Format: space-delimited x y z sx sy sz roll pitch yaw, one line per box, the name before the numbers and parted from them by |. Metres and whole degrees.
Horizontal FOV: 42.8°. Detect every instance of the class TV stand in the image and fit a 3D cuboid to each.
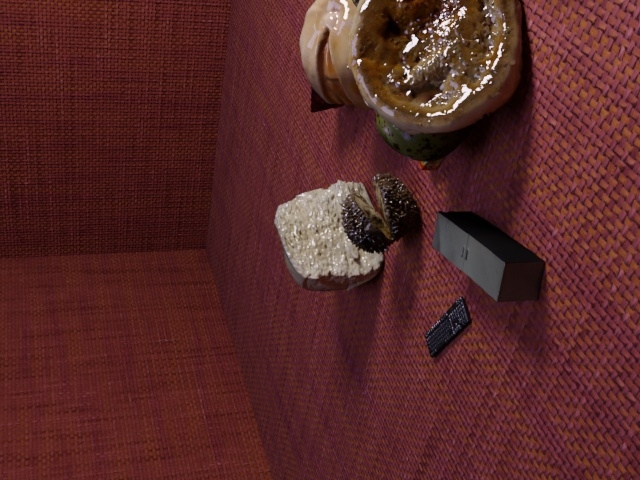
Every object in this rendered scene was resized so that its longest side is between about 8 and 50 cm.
TV stand | 0.312 0.024 1.560 0.269 0.088 0.083 -133 44 -61

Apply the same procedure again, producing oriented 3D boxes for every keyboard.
keyboard | 0.277 0.193 1.796 0.204 0.013 0.061 119 143 -56

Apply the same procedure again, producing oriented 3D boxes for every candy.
candy | 0.250 -0.211 1.785 0.122 0.038 0.062 117 145 -55

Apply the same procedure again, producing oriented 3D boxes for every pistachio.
pistachio | 0.068 -0.444 1.910 0.309 0.229 0.230 69 179 -45

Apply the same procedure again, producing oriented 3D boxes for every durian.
durian | 0.145 -0.058 1.934 0.196 0.196 0.167 110 160 -49

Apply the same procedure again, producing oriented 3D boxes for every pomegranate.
pomegranate | 0.195 -0.284 1.627 0.248 0.214 0.214 53 170 -18

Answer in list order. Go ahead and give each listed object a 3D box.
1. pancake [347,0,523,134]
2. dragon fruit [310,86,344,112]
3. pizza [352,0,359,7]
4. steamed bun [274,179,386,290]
pancake | 0.211 -0.366 1.512 0.065 0.355 0.356 20 -117 -70
dragon fruit | 0.049 -0.502 2.178 0.317 0.151 0.205 93 177 -69
pizza | 0.124 -0.544 1.764 0.087 0.268 0.258 -48 51 24
steamed bun | 0.000 0.000 2.201 0.273 0.272 0.291 121 146 -59
